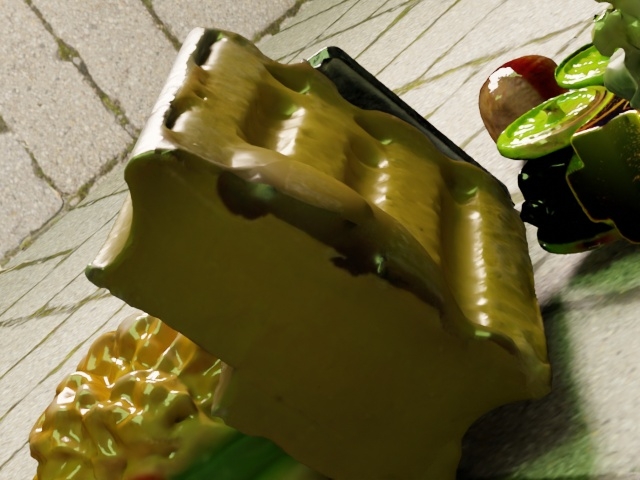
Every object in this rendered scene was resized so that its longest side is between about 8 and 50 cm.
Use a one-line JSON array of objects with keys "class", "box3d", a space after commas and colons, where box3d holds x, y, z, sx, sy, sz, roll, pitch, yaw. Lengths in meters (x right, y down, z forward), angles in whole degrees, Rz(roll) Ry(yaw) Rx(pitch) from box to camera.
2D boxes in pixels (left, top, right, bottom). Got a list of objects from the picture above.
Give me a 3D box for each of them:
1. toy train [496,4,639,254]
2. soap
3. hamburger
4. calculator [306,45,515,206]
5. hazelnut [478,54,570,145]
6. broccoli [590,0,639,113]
[{"class": "toy train", "box3d": [0.232, -0.098, 1.201, 0.160, 0.100, 0.296, -16, 23, 39]}, {"class": "soap", "box3d": [0.000, 0.000, 1.061, 0.143, 0.259, 0.281, -55, 8, 21]}, {"class": "hamburger", "box3d": [-0.091, 0.119, 1.173, 0.237, 0.149, 0.237, -36, 14, 10]}, {"class": "calculator", "box3d": [0.017, -0.039, 1.290, 0.161, 0.261, 0.021, -33, 52, 18]}, {"class": "hazelnut", "box3d": [0.169, -0.108, 1.449, 0.086, 0.086, 0.086, -35, 13, 9]}, {"class": "broccoli", "box3d": [0.280, -0.194, 0.880, 0.347, 0.281, 0.293, -22, 46, 1]}]
